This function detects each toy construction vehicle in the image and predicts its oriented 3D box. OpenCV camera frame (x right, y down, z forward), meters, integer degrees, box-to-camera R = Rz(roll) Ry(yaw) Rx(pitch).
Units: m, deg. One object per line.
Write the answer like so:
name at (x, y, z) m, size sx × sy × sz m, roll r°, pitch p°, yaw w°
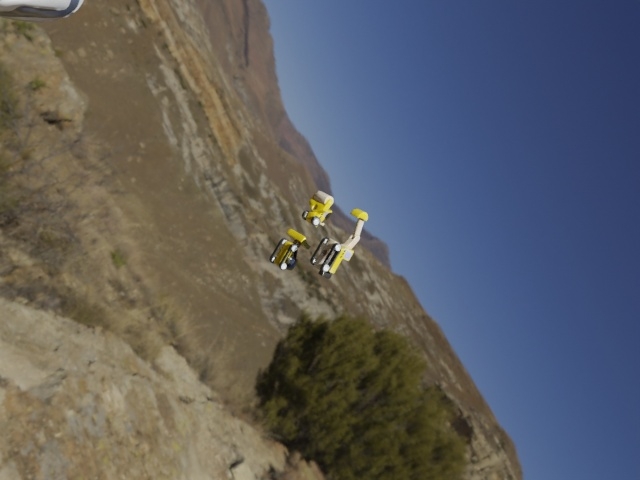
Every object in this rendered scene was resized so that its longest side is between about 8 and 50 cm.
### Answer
toy construction vehicle at (0.000, 0.000, 0.686) m, size 0.035 × 0.098 × 0.086 m, roll 32°, pitch -4°, yaw -43°

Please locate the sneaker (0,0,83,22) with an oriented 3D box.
sneaker at (-0.243, -0.152, 0.281) m, size 0.153 × 0.235 × 0.094 m, roll -82°, pitch -179°, yaw -85°
